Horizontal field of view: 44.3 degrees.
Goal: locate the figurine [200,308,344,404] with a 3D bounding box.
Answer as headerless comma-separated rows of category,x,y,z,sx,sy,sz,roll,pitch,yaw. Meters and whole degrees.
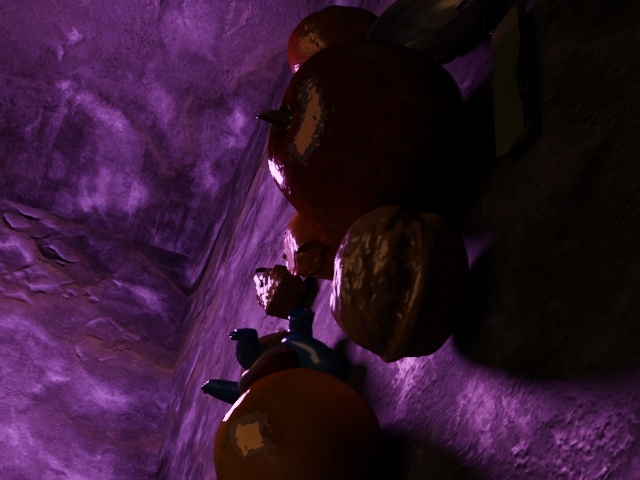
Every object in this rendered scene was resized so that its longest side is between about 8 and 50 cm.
figurine,-0.095,0.300,1.845,0.243,0.298,0.416,55,137,12

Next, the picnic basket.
picnic basket,-0.122,0.130,2.211,0.137,0.128,0.178,-64,35,15

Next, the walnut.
walnut,0.128,0.074,1.294,0.257,0.225,0.257,-167,90,-79

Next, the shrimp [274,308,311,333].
shrimp,-0.077,0.240,2.099,0.166,0.049,0.161,-66,20,15

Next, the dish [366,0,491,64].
dish,0.247,-0.435,1.646,0.273,0.134,0.273,-26,33,19

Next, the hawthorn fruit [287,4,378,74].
hawthorn fruit,0.067,-0.456,2.035,0.277,0.277,0.298,-59,40,36

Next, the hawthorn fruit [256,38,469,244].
hawthorn fruit,0.068,-0.180,1.491,0.403,0.403,0.402,-161,90,-74

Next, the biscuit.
biscuit,0.331,-0.277,1.350,0.099,0.038,0.322,124,157,-51

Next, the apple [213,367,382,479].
apple,-0.031,0.377,1.402,0.275,0.299,0.298,18,89,29

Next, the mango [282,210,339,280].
mango,0.000,0.000,1.908,0.199,0.201,0.350,-31,15,6
